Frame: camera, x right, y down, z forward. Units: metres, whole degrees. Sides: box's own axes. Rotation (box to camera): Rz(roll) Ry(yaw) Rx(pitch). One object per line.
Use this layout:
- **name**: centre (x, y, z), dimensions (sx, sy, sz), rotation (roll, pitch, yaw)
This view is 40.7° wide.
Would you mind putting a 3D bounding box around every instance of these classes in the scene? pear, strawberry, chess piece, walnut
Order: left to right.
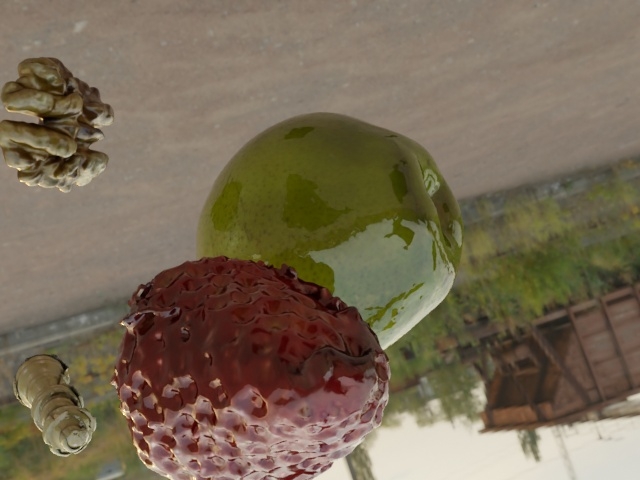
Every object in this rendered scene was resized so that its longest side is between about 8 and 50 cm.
- **chess piece**: centre (-0.259, 0.164, 0.849), dimensions (0.060, 0.060, 0.172), rotation (-14, -163, -26)
- **walnut**: centre (-0.280, -0.126, 0.944), dimensions (0.069, 0.143, 0.170), rotation (6, 179, 18)
- **strawberry**: centre (-0.041, 0.100, 0.648), dimensions (0.205, 0.205, 0.244), rotation (-14, 179, -27)
- **pear**: centre (0.000, 0.000, 0.936), dimensions (0.294, 0.294, 0.294), rotation (-18, 171, -3)
